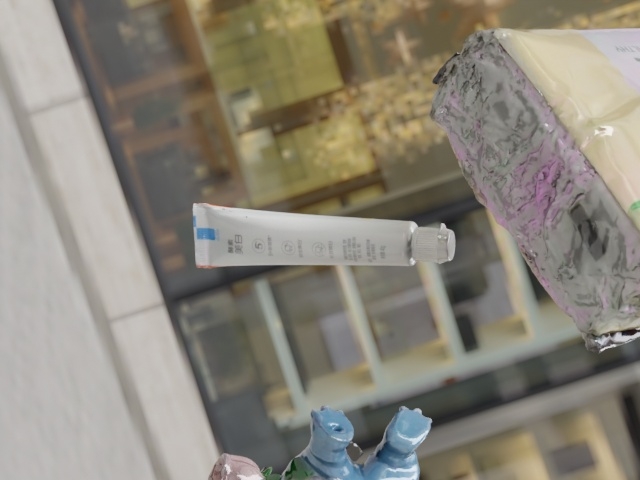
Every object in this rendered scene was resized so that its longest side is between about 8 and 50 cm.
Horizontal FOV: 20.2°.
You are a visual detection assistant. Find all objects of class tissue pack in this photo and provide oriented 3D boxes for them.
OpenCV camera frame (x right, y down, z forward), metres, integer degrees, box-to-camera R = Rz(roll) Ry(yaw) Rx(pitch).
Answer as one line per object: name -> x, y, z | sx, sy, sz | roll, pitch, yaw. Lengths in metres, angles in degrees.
tissue pack -> 0.221, -0.040, 1.144 | 0.123, 0.257, 0.215 | -53, -124, 38

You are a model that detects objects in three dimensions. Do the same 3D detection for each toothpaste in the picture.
toothpaste -> 0.000, 0.000, 1.263 | 0.031, 0.190, 0.048 | -39, 128, -66

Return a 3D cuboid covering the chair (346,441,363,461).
chair -> -0.035, 0.223, 1.121 | 0.101, 0.212, 0.084 | 51, -4, -4

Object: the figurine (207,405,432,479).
figurine -> 0.000, 0.151, 0.908 | 0.144, 0.114, 0.178 | -106, -149, -58
